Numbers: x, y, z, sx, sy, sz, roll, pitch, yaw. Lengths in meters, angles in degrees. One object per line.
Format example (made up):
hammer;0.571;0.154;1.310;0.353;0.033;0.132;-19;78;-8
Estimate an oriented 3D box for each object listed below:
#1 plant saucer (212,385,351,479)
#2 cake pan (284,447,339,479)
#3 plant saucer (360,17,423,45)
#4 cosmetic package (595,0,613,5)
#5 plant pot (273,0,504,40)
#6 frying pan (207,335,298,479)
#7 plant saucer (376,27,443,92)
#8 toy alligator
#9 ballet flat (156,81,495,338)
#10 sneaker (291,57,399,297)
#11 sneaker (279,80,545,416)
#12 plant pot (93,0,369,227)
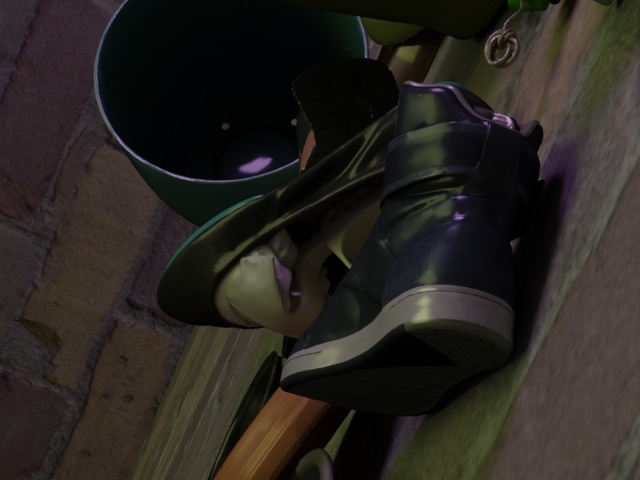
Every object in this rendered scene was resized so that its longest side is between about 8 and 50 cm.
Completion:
plant saucer;-0.021;0.132;1.057;0.200;0.037;0.200;-52;-9;-12
cake pan;-0.032;0.263;0.895;0.293;0.054;0.293;-157;90;-84
plant saucer;0.101;-0.306;1.539;0.241;0.037;0.241;-45;29;34
cosmetic package;0.207;-0.358;0.905;0.284;0.097;0.377;-58;11;42
plant pot;0.012;-0.335;1.267;0.366;0.353;0.366;-157;90;-83
frying pan;-0.046;0.138;1.463;0.197;0.053;0.326;152;142;-80
plant saucer;0.091;-0.205;1.597;0.198;0.036;0.198;-158;90;-84
toy alligator;0.145;-0.178;1.008;0.051;0.056;0.189;46;-124;-50
ballet flat;0.000;0.000;1.036;0.280;0.095;0.096;-36;44;24
sneaker;0.038;-0.024;1.245;0.319;0.112;0.131;-89;-10;-57
sneaker;0.051;0.006;0.886;0.226;0.086;0.163;145;138;-60
plant pot;-0.081;-0.137;1.749;0.235;0.293;0.293;76;-148;-63
